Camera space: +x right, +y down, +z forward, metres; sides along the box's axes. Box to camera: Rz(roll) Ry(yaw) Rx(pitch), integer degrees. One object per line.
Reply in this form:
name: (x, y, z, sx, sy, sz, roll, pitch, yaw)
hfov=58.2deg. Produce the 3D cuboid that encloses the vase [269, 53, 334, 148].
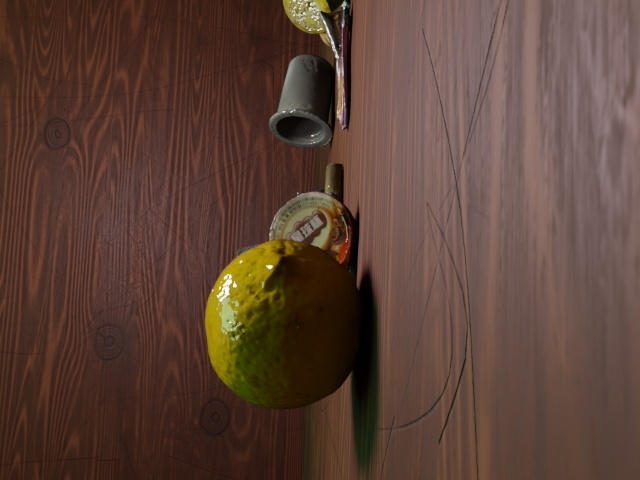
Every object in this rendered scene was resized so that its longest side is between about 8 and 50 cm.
vase: (-0.048, -0.528, 2.163, 0.245, 0.244, 0.291, 100, -179, -67)

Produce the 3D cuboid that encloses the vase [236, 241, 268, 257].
vase: (-0.085, 0.069, 1.672, 0.156, 0.300, 0.251, -97, 1, -72)

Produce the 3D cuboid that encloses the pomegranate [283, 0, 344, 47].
pomegranate: (0.017, -0.713, 1.723, 0.159, 0.241, 0.190, -51, 11, -26)

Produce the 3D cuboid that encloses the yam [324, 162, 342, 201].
yam: (0.038, -0.152, 1.625, 0.054, 0.054, 0.133, 102, 171, -71)

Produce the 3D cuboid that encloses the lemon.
lemon: (-0.068, 0.161, 1.092, 0.336, 0.335, 0.336, -177, 90, -87)

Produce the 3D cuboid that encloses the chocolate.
chocolate: (0.008, 0.003, 1.299, 0.147, 0.221, 0.222, 20, -110, -64)

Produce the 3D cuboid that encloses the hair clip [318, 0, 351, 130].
hair clip: (0.054, -0.473, 1.583, 0.110, 0.095, 0.359, -12, 82, 51)
